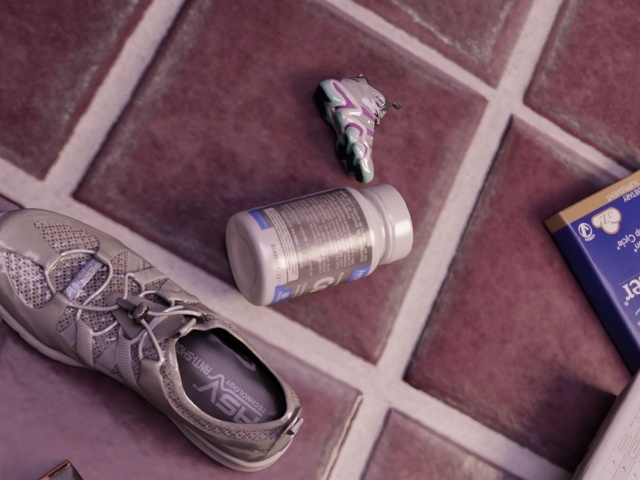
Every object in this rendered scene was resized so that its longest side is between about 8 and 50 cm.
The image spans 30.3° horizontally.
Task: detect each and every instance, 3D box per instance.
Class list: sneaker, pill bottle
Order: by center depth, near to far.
[{"bbox_3d":[-0.122,0.059,0.865,0.281,0.115,0.105,34,65,-7],"label":"sneaker"},{"bbox_3d":[0.000,0.000,0.950,0.137,0.078,0.078,-15,79,-23],"label":"pill bottle"},{"bbox_3d":[0.043,-0.101,1.021,0.069,0.038,0.098,-18,80,-23],"label":"sneaker"}]

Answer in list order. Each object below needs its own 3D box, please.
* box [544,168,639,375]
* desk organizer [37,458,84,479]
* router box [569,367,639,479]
[{"bbox_3d":[0.315,0.050,1.075,0.136,0.036,0.225,-26,84,-25],"label":"box"},{"bbox_3d":[-0.159,0.218,0.839,0.050,0.047,0.130,-36,88,-28],"label":"desk organizer"},{"bbox_3d":[0.299,0.313,0.908,0.301,0.082,0.335,32,64,12],"label":"router box"}]
